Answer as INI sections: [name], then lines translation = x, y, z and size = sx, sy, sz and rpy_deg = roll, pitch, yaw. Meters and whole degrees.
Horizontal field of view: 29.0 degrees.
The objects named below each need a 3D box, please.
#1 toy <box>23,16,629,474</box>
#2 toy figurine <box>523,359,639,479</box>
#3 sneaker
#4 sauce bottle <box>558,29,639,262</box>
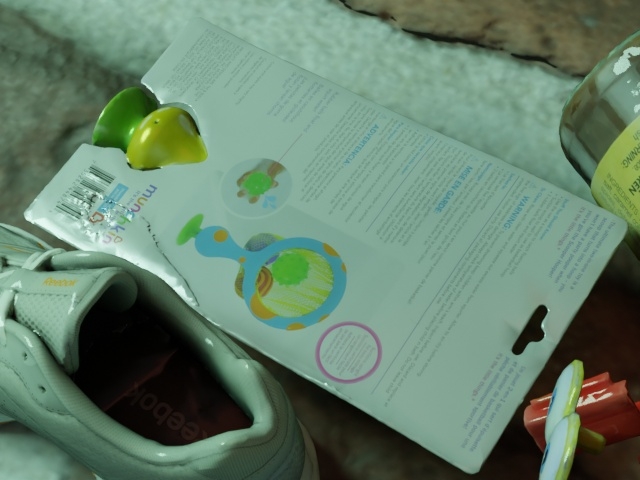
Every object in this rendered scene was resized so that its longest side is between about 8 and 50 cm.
[toy]
translation = 0.000, 0.000, 0.566
size = 0.237, 0.056, 0.137
rpy_deg = 29, 66, 17
[toy figurine]
translation = 0.027, 0.229, 0.385
size = 0.217, 0.191, 0.363
rpy_deg = -23, 31, 25
[sneaker]
translation = -0.115, 0.031, 0.506
size = 0.262, 0.121, 0.099
rpy_deg = 24, 61, 12
[sauce bottle]
translation = 0.234, 0.054, 0.512
size = 0.111, 0.111, 0.344
rpy_deg = -24, 65, -15
